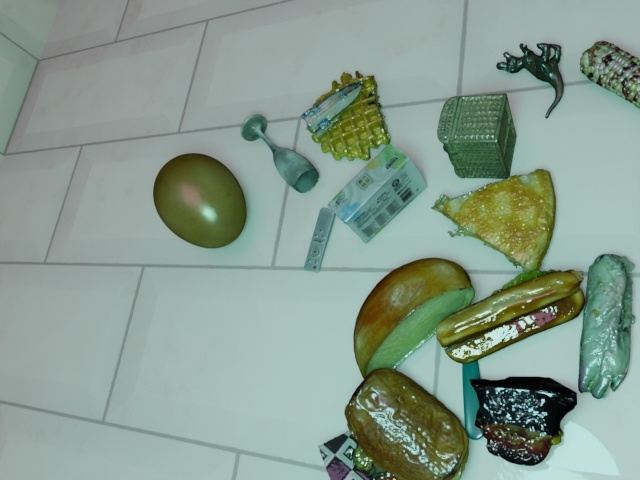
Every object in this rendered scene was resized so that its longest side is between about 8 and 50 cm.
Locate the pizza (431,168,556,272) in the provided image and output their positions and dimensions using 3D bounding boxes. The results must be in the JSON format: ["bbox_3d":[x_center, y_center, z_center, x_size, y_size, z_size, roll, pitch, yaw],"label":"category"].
[{"bbox_3d":[0.413,-0.070,1.288,0.288,0.075,0.280,14,72,28],"label":"pizza"}]

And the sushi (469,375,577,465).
[{"bbox_3d":[0.400,0.364,1.079,0.172,0.153,0.150,-1,87,4],"label":"sushi"}]

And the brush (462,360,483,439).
[{"bbox_3d":[0.339,0.344,1.187,0.043,0.032,0.193,-13,53,26],"label":"brush"}]

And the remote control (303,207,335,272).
[{"bbox_3d":[0.000,0.000,1.499,0.050,0.027,0.184,11,80,31],"label":"remote control"}]

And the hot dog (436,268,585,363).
[{"bbox_3d":[0.416,0.157,1.168,0.337,0.135,0.100,-29,28,14],"label":"hot dog"}]

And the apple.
[{"bbox_3d":[0.194,0.171,1.251,0.346,0.254,0.179,-42,89,9],"label":"apple"}]

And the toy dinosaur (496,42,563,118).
[{"bbox_3d":[0.553,-0.419,1.392,0.187,0.087,0.179,27,120,48],"label":"toy dinosaur"}]

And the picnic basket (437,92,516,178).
[{"bbox_3d":[0.378,-0.248,1.304,0.154,0.196,0.134,7,74,30],"label":"picnic basket"}]

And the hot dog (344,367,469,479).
[{"bbox_3d":[0.189,0.407,1.160,0.272,0.122,0.196,34,71,15],"label":"hot dog"}]

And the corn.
[{"bbox_3d":[0.728,-0.369,1.245,0.092,0.092,0.280,-44,62,5],"label":"corn"}]

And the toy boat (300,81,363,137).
[{"bbox_3d":[0.040,-0.387,1.544,0.210,0.066,0.084,-38,89,2],"label":"toy boat"}]

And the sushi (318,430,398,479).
[{"bbox_3d":[0.163,0.541,1.182,0.264,0.050,0.290,-25,57,-6],"label":"sushi"}]

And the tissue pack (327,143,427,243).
[{"bbox_3d":[0.136,-0.134,1.402,0.229,0.159,0.145,-45,57,4],"label":"tissue pack"}]

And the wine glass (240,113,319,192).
[{"bbox_3d":[-0.119,-0.322,1.565,0.096,0.264,0.309,-25,53,-26],"label":"wine glass"}]

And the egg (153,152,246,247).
[{"bbox_3d":[-0.353,-0.115,1.590,0.250,0.250,0.322,-43,63,5],"label":"egg"}]

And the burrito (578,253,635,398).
[{"bbox_3d":[0.590,0.173,1.103,0.096,0.066,0.309,4,71,34],"label":"burrito"}]

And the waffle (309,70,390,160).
[{"bbox_3d":[0.092,-0.371,1.578,0.309,0.065,0.283,31,86,32],"label":"waffle"}]
